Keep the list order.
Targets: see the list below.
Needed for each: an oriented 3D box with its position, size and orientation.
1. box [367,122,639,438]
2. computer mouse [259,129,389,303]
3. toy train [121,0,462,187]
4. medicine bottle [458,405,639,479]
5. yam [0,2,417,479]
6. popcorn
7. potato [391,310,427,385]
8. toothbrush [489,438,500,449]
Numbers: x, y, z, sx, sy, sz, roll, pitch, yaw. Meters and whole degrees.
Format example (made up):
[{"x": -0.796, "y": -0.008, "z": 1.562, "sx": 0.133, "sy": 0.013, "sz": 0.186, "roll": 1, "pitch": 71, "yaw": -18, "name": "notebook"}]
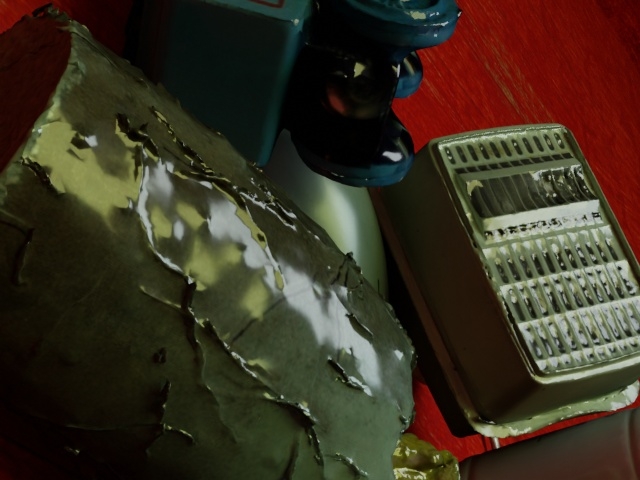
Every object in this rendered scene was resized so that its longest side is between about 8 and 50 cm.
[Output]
[{"x": 0.178, "y": 0.037, "z": 1.285, "sx": 0.220, "sy": 0.166, "sz": 0.291, "roll": -8, "pitch": 66, "yaw": -33, "name": "box"}, {"x": 0.005, "y": -0.003, "z": 1.226, "sx": 0.288, "sy": 0.097, "sz": 0.159, "roll": 65, "pitch": 27, "yaw": -2, "name": "computer mouse"}, {"x": -0.023, "y": -0.188, "z": 1.135, "sx": 0.300, "sy": 0.265, "sz": 0.188, "roll": -76, "pitch": -178, "yaw": -53, "name": "toy train"}, {"x": 0.221, "y": 0.260, "z": 1.286, "sx": 0.152, "sy": 0.254, "sz": 0.152, "roll": 46, "pitch": 33, "yaw": -42, "name": "medicine bottle"}, {"x": -0.109, "y": 0.041, "z": 0.830, "sx": 0.348, "sy": 0.241, "sz": 0.241, "roll": 47, "pitch": 31, "yaw": -36, "name": "yam"}, {"x": 0.055, "y": 0.226, "z": 1.141, "sx": 0.126, "sy": 0.126, "sz": 0.145, "roll": -42, "pitch": 128, "yaw": -39, "name": "popcorn"}, {"x": 0.127, "y": 0.074, "z": 1.421, "sx": 0.118, "sy": 0.109, "sz": 0.178, "roll": 35, "pitch": 42, "yaw": -36, "name": "potato"}, {"x": 0.185, "y": 0.169, "z": 1.577, "sx": 0.026, "sy": 0.024, "sz": 0.288, "roll": 20, "pitch": 52, "yaw": -42, "name": "toothbrush"}]
